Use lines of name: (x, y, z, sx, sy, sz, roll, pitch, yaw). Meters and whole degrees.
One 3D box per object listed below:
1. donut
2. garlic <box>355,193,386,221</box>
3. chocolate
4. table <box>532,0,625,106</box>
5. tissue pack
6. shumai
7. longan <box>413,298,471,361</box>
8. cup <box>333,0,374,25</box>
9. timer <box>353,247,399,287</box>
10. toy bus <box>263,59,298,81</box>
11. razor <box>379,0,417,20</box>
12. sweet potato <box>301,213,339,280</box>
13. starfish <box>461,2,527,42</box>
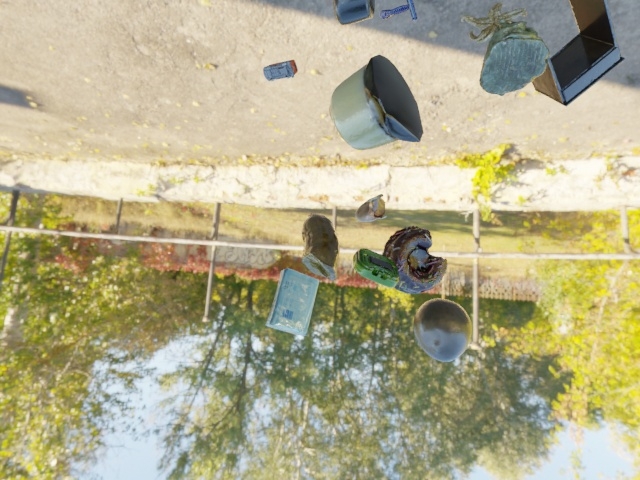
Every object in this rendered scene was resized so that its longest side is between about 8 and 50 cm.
donut: (0.314, 0.067, 1.331, 0.216, 0.230, 0.096, -17, -176, -16)
garlic: (0.222, -0.126, 1.674, 0.124, 0.099, 0.174, -26, 177, 39)
chocolate: (0.192, -0.485, 1.536, 0.297, 0.326, 0.314, -28, 150, 37)
table: (0.926, -0.716, 1.501, 0.250, 0.196, 0.282, -40, 129, 16)
tissue pack: (-0.122, 0.275, 1.781, 0.177, 0.263, 0.089, 22, 153, -19)
shumai: (0.498, -0.499, 1.087, 0.184, 0.142, 0.184, 0, 131, 0)
longan: (0.518, 0.377, 1.708, 0.258, 0.258, 0.258, 4, 171, 1)
cup: (0.145, -1.066, 1.756, 0.176, 0.169, 0.223, 3, 159, 16)
timer: (0.163, 0.077, 1.160, 0.140, 0.047, 0.128, 23, -157, -7)
toy bus: (-0.196, -0.842, 1.977, 0.174, 0.077, 0.079, 5, 133, 32)
razor: (0.366, -1.070, 1.865, 0.056, 0.093, 0.324, -31, -151, -4)
sweet potato: (0.000, 0.000, 1.560, 0.158, 0.369, 0.158, -1, 135, -1)
starfish: (0.587, -0.748, 1.364, 0.210, 0.150, 0.053, 19, 174, 17)
